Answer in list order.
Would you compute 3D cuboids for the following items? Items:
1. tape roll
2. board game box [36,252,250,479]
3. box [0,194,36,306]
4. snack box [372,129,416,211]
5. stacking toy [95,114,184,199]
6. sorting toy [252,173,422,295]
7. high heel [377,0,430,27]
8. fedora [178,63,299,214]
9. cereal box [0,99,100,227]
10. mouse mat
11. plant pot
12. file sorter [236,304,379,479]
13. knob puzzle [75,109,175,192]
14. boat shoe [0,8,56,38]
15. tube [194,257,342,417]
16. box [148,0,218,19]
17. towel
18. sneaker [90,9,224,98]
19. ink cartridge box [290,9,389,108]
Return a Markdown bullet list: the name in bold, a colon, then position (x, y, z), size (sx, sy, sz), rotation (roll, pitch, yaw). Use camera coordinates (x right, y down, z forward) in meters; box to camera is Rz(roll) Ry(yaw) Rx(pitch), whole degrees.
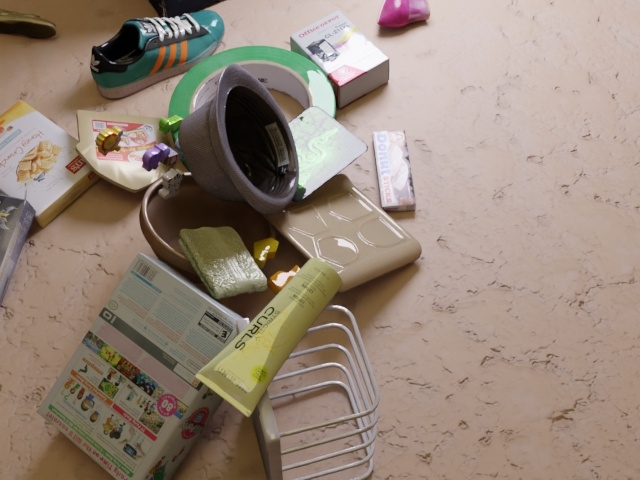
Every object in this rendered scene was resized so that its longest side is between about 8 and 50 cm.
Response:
- **tape roll**: position (-0.130, -0.237, 1.915), size (0.321, 0.077, 0.321), rotation (-1, 57, 2)
- **board game box**: position (-0.266, 0.208, 1.546), size (0.224, 0.097, 0.303), rotation (33, 88, 24)
- **box**: position (-0.633, 0.023, 1.753), size (0.183, 0.056, 0.231), rotation (11, 70, 10)
- **snack box**: position (0.138, -0.133, 1.868), size (0.064, 0.022, 0.178), rotation (-5, 57, 0)
- **stacking toy**: position (-0.263, -0.162, 1.749), size (0.167, 0.052, 0.221), rotation (35, 36, 21)
- **sorting toy**: position (0.000, 0.000, 1.726), size (0.307, 0.041, 0.229), rotation (-21, 55, -36)
- **high heel**: position (0.142, -0.557, 2.111), size (0.117, 0.082, 0.244), rotation (-11, 70, -16)
- **fedora**: position (-0.149, -0.157, 1.670), size (0.124, 0.275, 0.244), rotation (-13, 65, 26)
- **cereal box**: position (-0.553, -0.150, 1.892), size (0.240, 0.047, 0.173), rotation (33, 65, 21)
- **mouse mat**: position (-0.026, -0.162, 1.809), size (0.189, 0.007, 0.152), rotation (-39, 64, -23)
- **plant pot**: position (-0.206, -0.002, 1.722), size (0.237, 0.110, 0.237), rotation (15, 40, -13)
- **file sorter**: position (-0.016, 0.247, 1.477), size (0.173, 0.278, 0.193), rotation (-13, 57, -8)
- **knob puzzle**: position (-0.371, -0.162, 1.879), size (0.213, 0.030, 0.213), rotation (14, 47, -16)
- **boat shoe**: position (-0.629, -0.465, 2.098), size (0.153, 0.056, 0.048), rotation (7, 62, 15)
- **tube**: position (-0.061, 0.127, 1.360), size (0.070, 0.062, 0.240), rotation (11, 52, 47)
- **box**: position (-0.203, -0.786, 2.039), size (0.480, 0.472, 0.297), rotation (-26, 59, -14)
- **towel**: position (-0.159, 0.032, 1.602), size (0.110, 0.027, 0.148), rotation (-9, 51, -35)
- **sneaker**: position (-0.327, -0.402, 2.003), size (0.302, 0.121, 0.108), rotation (-33, 62, -18)
- **ink cartridge box**: position (0.037, -0.368, 1.995), size (0.127, 0.072, 0.175), rotation (-32, 62, -17)
